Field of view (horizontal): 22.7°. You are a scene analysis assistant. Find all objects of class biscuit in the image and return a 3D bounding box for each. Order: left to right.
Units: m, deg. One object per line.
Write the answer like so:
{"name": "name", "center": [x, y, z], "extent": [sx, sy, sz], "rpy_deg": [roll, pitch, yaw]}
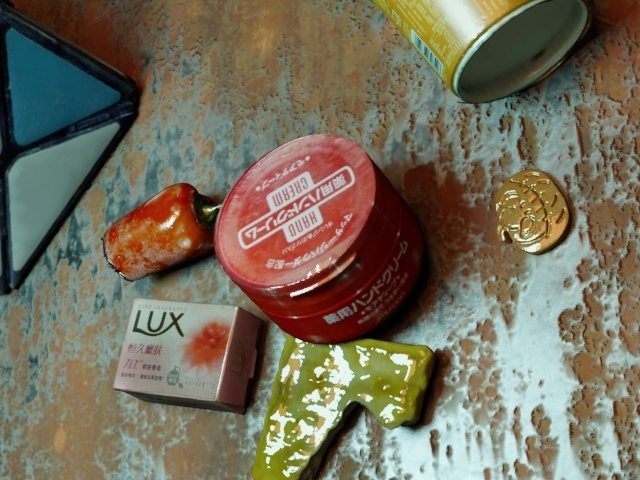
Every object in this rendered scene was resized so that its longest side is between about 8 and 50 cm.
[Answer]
{"name": "biscuit", "center": [0.024, 0.174, 1.620], "extent": [0.183, 0.039, 0.174], "rpy_deg": [3, 72, 33]}
{"name": "biscuit", "center": [0.208, -0.027, 1.601], "extent": [0.078, 0.015, 0.091], "rpy_deg": [-40, 56, 12]}

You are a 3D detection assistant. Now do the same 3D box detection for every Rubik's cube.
{"name": "Rubik's cube", "center": [-0.450, -0.162, 1.874], "extent": [0.307, 0.305, 0.310], "rpy_deg": [36, 92, 35]}

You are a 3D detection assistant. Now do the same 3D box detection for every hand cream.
{"name": "hand cream", "center": [0.000, 0.000, 1.629], "extent": [0.193, 0.125, 0.193], "rpy_deg": [-18, 51, 23]}

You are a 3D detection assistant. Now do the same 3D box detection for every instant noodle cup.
{"name": "instant noodle cup", "center": [0.164, -0.254, 1.610], "extent": [0.216, 0.216, 0.172], "rpy_deg": [-37, 66, 14]}

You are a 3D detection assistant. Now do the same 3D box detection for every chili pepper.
{"name": "chili pepper", "center": [-0.154, -0.020, 1.777], "extent": [0.192, 0.084, 0.086], "rpy_deg": [-29, 75, 24]}

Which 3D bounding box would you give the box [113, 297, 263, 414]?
{"name": "box", "center": [-0.142, 0.123, 1.729], "extent": [0.156, 0.060, 0.111], "rpy_deg": [2, 71, 31]}
